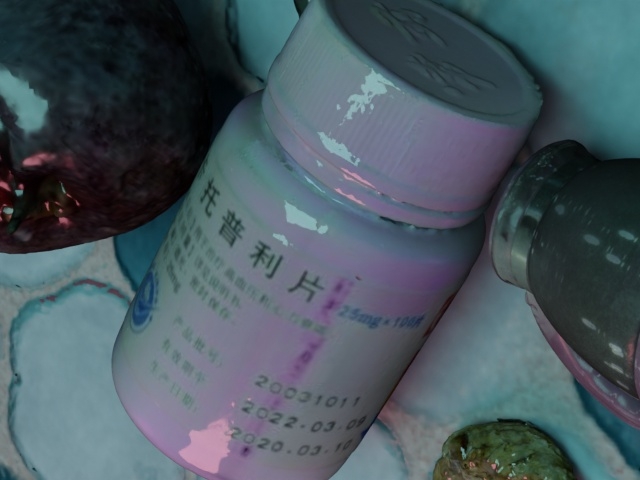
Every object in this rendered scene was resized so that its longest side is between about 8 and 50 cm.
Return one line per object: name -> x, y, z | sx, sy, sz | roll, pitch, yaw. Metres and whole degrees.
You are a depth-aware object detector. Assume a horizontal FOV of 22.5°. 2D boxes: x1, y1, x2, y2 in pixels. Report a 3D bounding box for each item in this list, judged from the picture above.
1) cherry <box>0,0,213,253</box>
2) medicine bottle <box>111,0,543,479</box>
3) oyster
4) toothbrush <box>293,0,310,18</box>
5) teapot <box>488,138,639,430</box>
cherry -> -0.157, -0.089, 0.928 | 0.195, 0.195, 0.195 | 9, 105, 34
medicine bottle -> 0.000, 0.000, 0.847 | 0.152, 0.152, 0.254 | 41, 121, 22
oyster -> 0.096, 0.136, 0.878 | 0.080, 0.038, 0.083 | 48, 122, 15
toothbrush -> -0.041, -0.230, 0.902 | 0.030, 0.031, 0.297 | -22, 88, 63
teapot -> 0.157, 0.017, 0.782 | 0.146, 0.148, 0.116 | 32, 82, 37
